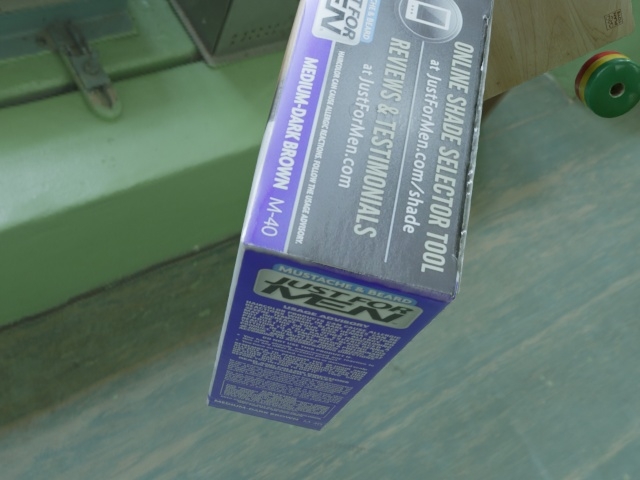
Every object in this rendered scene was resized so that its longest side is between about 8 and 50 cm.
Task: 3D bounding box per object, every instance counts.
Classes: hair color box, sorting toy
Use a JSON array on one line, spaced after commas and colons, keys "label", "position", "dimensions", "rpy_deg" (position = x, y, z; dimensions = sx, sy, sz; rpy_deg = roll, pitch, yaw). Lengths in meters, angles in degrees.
[{"label": "hair color box", "position": [0.000, 0.000, 0.524], "dimensions": [0.110, 0.339, 0.185], "rpy_deg": [15, 64, -6]}, {"label": "sorting toy", "position": [0.133, -0.189, 0.539], "dimensions": [0.132, 0.274, 0.046], "rpy_deg": [-25, 35, 4]}]
